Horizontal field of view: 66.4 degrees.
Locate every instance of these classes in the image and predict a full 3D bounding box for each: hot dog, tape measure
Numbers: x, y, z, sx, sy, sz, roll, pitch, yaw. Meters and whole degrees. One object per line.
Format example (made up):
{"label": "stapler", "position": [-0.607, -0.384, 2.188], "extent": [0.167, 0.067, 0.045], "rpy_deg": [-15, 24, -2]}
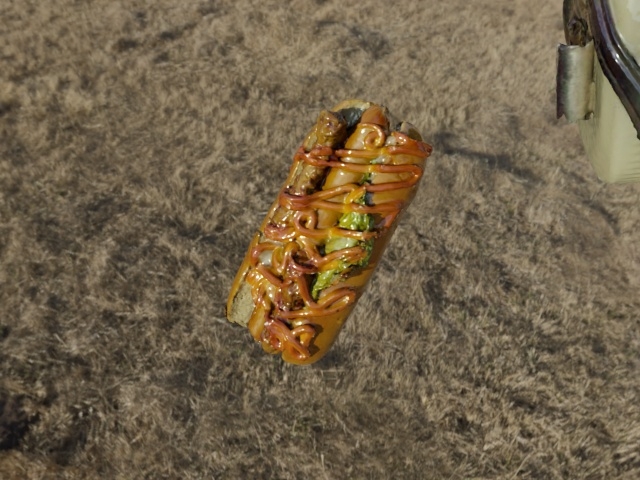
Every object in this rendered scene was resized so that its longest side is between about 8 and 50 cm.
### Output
{"label": "hot dog", "position": [0.000, 0.000, 0.595], "extent": [0.158, 0.348, 0.117], "rpy_deg": [32, 18, 8]}
{"label": "tape measure", "position": [0.240, -0.178, 0.355], "extent": [0.133, 0.271, 0.231], "rpy_deg": [-2, 38, 21]}
